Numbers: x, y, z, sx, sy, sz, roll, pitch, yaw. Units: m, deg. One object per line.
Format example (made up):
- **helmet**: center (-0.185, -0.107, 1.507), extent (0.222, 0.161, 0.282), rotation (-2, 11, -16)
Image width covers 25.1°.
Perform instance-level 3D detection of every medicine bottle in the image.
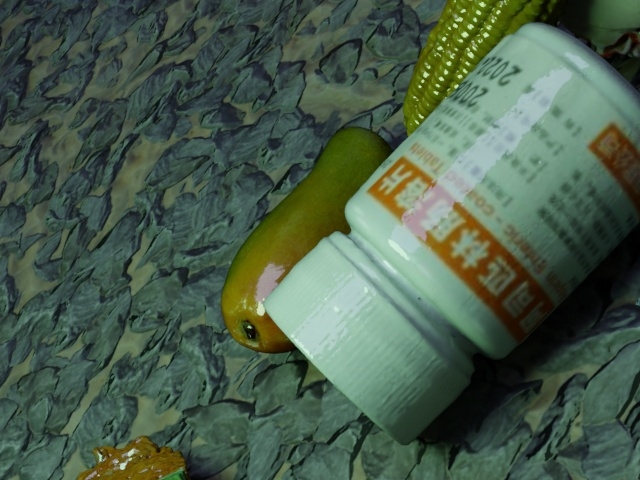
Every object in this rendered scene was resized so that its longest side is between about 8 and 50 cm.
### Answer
- **medicine bottle**: center (0.140, -0.006, 1.338), extent (0.371, 0.211, 0.211), rotation (-46, 37, -1)

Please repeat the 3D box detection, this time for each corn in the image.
- **corn**: center (0.173, -0.213, 1.454), extent (0.363, 0.120, 0.120), rotation (111, 164, -44)

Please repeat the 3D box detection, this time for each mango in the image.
- **mango**: center (0.002, 0.001, 1.529), extent (0.289, 0.129, 0.146), rotation (-54, 28, -19)

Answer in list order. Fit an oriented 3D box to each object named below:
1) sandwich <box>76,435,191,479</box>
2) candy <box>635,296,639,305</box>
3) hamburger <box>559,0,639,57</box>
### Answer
- **sandwich**: center (-0.176, 0.274, 1.476), extent (0.185, 0.109, 0.160), rotation (-25, 22, 28)
- **candy**: center (0.329, 0.023, 1.262), extent (0.088, 0.038, 0.136), rotation (-62, 19, -10)
- **hamburger**: center (0.338, -0.322, 1.503), extent (0.227, 0.151, 0.295), rotation (-21, 38, 21)
